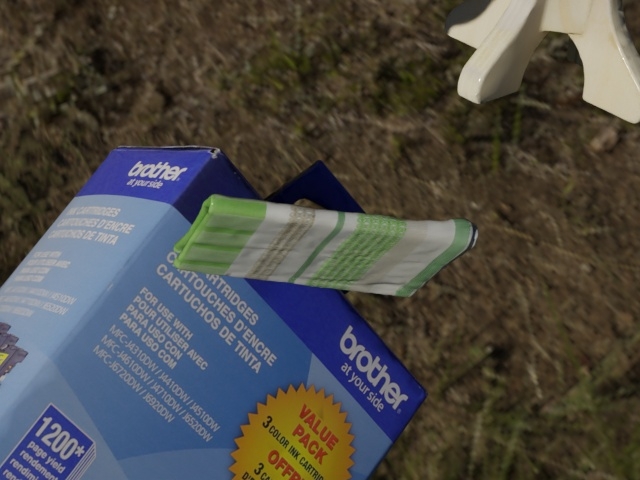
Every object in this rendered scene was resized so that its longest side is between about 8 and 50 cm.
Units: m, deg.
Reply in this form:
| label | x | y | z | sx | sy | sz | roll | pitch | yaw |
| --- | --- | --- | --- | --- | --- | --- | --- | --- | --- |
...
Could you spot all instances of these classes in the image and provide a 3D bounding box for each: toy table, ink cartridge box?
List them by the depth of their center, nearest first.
| label | x | y | z | sx | sy | sz | roll | pitch | yaw |
| --- | --- | --- | --- | --- | --- | --- | --- | --- | --- |
| ink cartridge box | -0.107 | 0.119 | 1.003 | 0.270 | 0.151 | 0.395 | 49 | 64 | -29 |
| toy table | 0.233 | -0.235 | 1.426 | 0.274 | 0.252 | 0.161 | -11 | 125 | -33 |

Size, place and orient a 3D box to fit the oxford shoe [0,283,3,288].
| label | x | y | z | sx | sy | sz | roll | pitch | yaw |
| --- | --- | --- | --- | --- | --- | --- | --- | --- | --- |
| oxford shoe | -0.258 | 0.073 | 1.402 | 0.271 | 0.097 | 0.098 | 26 | 84 | 0 |

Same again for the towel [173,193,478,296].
| label | x | y | z | sx | sy | sz | roll | pitch | yaw |
| --- | --- | --- | --- | --- | --- | --- | --- | --- | --- |
| towel | 0.000 | 0.000 | 0.823 | 0.152 | 0.113 | 0.023 | 8 | 69 | -15 |
